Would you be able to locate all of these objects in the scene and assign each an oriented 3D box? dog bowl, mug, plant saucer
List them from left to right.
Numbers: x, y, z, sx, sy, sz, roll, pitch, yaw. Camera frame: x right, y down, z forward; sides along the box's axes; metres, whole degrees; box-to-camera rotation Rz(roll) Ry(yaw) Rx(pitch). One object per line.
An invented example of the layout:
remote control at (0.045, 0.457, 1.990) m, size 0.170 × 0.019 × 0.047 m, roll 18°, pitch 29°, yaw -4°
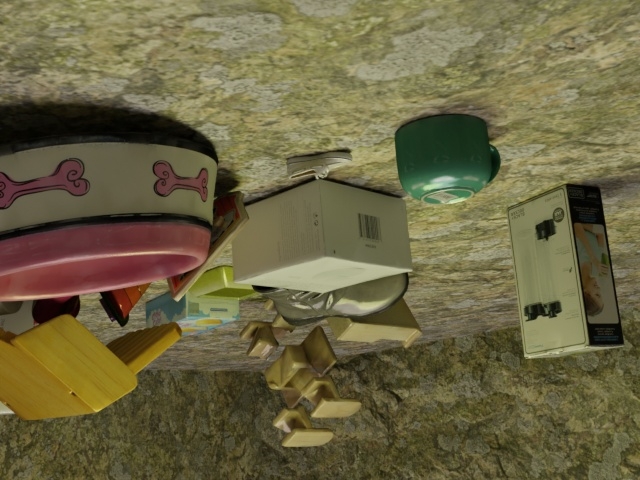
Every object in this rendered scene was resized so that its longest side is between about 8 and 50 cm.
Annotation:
dog bowl at (-0.335, -0.017, 1.180) m, size 0.408 × 0.150 × 0.408 m, roll -10°, pitch 171°, yaw -2°
plant saucer at (-0.212, 0.108, 2.048) m, size 0.188 × 0.045 × 0.188 m, roll 8°, pitch 162°, yaw -40°
mug at (0.185, -0.107, 1.180) m, size 0.158 × 0.097 × 0.129 m, roll -3°, pitch 166°, yaw -2°

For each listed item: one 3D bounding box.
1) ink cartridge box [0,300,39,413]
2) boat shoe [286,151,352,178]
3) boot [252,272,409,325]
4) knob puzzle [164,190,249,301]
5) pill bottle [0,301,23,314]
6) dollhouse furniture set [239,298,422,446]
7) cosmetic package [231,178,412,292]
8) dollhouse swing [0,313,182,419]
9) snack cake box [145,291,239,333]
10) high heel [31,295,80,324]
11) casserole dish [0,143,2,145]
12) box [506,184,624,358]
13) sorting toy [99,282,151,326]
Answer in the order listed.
ink cartridge box at (-0.856, 0.291, 2.101) m, size 0.395 × 0.285 × 0.166 m, roll 1°, pitch 167°, yaw -17°
boat shoe at (-0.001, -0.107, 1.253) m, size 0.100 × 0.035 × 0.035 m, roll -6°, pitch 166°, yaw 8°
boot at (0.028, 0.102, 1.967) m, size 0.338 × 0.118 × 0.222 m, roll -19°, pitch 150°, yaw 8°
knob puzzle at (-0.195, -0.011, 1.359) m, size 0.030 × 0.213 × 0.213 m, roll 39°, pitch 145°, yaw -25°
pill bottle at (-0.739, 0.112, 1.751) m, size 0.221 × 0.121 × 0.121 m, roll -7°, pitch 166°, yaw 10°
dollhouse furniture set at (0.033, 0.289, 2.257) m, size 0.257 × 0.362 × 0.394 m, roll 10°, pitch 130°, yaw -41°
cosmetic package at (0.000, 0.000, 1.476) m, size 0.225 × 0.138 × 0.224 m, roll -18°, pitch 161°, yaw 41°
dollhouse swing at (-0.539, 0.213, 1.843) m, size 0.347 × 0.305 × 0.315 m, roll -17°, pitch 122°, yaw 47°
snack cake box at (-0.342, 0.187, 2.240) m, size 0.152 × 0.089 × 0.264 m, roll 4°, pitch 164°, yaw -33°
high heel at (-0.517, 0.111, 1.776) m, size 0.181 × 0.127 × 0.377 m, roll 6°, pitch 163°, yaw 3°
casserole dish at (-0.480, -0.098, 1.153) m, size 0.188 × 0.037 × 0.114 m, roll -17°, pitch 161°, yaw 40°
box at (0.438, 0.062, 1.538) m, size 0.087 × 0.289 × 0.169 m, roll 4°, pitch 163°, yaw -28°
sorting toy at (-0.439, 0.114, 1.963) m, size 0.126 × 0.127 × 0.365 m, roll -31°, pitch 178°, yaw -19°
